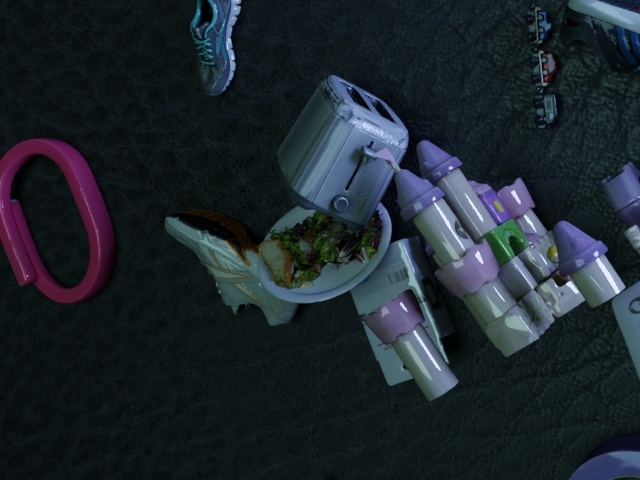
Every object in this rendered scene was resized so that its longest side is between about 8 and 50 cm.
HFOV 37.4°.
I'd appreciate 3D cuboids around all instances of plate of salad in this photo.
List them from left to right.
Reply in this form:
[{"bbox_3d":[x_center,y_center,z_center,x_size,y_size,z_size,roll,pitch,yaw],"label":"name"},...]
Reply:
[{"bbox_3d":[0.000,0.000,1.301,0.200,0.048,0.199,-16,44,16],"label":"plate of salad"}]

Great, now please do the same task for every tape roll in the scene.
[{"bbox_3d":[0.395,0.338,1.160,0.189,0.080,0.189,3,97,28],"label":"tape roll"}]

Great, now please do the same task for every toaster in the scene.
[{"bbox_3d":[0.027,-0.124,1.264,0.129,0.227,0.146,25,108,-19],"label":"toaster"}]

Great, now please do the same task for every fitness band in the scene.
[{"bbox_3d":[-0.455,-0.032,1.614,0.209,0.054,0.290,-26,83,26],"label":"fitness band"}]

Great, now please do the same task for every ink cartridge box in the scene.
[{"bbox_3d":[0.113,0.097,1.301,0.104,0.060,0.180,-24,83,29],"label":"ink cartridge box"}]

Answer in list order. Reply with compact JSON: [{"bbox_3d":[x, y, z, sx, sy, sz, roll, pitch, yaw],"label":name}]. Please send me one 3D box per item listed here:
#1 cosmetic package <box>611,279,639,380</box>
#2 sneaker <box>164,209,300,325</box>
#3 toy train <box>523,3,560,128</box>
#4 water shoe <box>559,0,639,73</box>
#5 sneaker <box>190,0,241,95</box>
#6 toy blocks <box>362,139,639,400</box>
[{"bbox_3d":[0.555,0.044,0.936,0.230,0.161,0.453,36,119,-25],"label":"cosmetic package"},{"bbox_3d":[-0.138,0.043,1.419,0.262,0.099,0.121,27,112,25],"label":"sneaker"},{"bbox_3d":[0.282,-0.220,1.193,0.036,0.027,0.158,-5,93,26],"label":"toy train"},{"bbox_3d":[0.382,-0.232,1.123,0.203,0.073,0.080,35,132,26],"label":"water shoe"},{"bbox_3d":[-0.168,-0.300,1.407,0.065,0.076,0.166,9,100,29],"label":"sneaker"},{"bbox_3d":[0.206,-0.023,1.106,0.309,0.288,0.260,-36,83,30],"label":"toy blocks"}]
